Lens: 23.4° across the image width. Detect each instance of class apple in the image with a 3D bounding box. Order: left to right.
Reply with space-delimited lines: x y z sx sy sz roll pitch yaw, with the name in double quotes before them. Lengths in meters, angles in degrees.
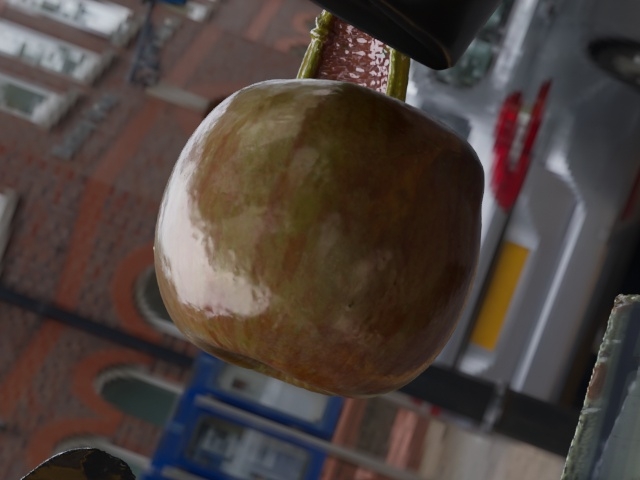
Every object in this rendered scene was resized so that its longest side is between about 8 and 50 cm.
"apple" 0.000 0.000 0.988 0.211 0.211 0.187 106 -178 -78

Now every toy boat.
"toy boat" 0.021 -0.136 1.507 0.099 0.141 0.318 31 -108 -54

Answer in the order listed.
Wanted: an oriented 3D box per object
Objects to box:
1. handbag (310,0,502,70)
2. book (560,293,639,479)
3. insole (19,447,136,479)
"handbag" 0.063 -0.258 0.867 0.285 0.257 0.113 -51 48 18
"book" 0.251 0.143 0.882 0.322 0.228 0.018 -60 -32 -47
"insole" -0.156 0.148 0.671 0.188 0.064 0.004 -39 37 14
